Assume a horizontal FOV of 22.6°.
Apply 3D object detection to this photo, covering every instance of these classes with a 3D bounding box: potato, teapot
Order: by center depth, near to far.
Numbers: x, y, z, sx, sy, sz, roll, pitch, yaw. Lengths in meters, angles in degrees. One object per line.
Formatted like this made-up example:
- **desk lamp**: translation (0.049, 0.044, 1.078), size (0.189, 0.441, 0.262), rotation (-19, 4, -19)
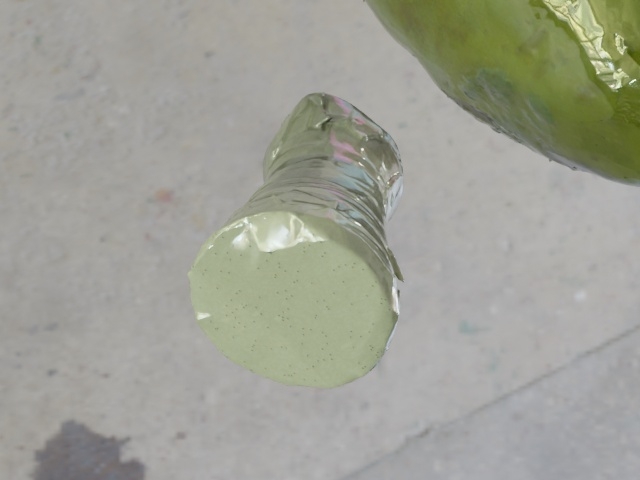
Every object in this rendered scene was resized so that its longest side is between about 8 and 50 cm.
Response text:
- **teapot**: translation (0.000, 0.000, 0.457), size (0.083, 0.057, 0.067), rotation (-73, 155, -54)
- **potato**: translation (0.136, -0.153, 0.829), size (0.215, 0.304, 0.216), rotation (-18, 134, -20)
